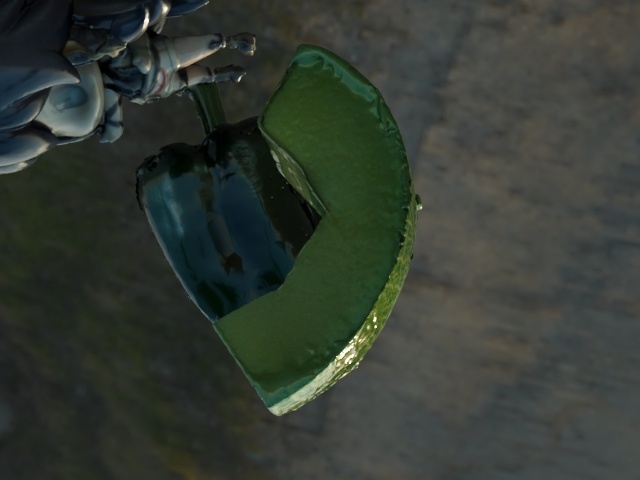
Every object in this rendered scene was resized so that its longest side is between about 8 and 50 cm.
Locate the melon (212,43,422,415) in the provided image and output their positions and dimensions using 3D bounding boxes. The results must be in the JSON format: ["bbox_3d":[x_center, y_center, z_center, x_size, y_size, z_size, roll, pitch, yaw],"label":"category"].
[{"bbox_3d":[0.000,0.000,1.000,0.118,0.209,0.064,19,167,22],"label":"melon"}]

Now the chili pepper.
[{"bbox_3d":[-0.087,-0.050,1.570,0.174,0.261,0.165,-28,173,27],"label":"chili pepper"}]

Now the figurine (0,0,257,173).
[{"bbox_3d":[-0.205,-0.152,1.386,0.197,0.175,0.265,32,-140,31],"label":"figurine"}]
